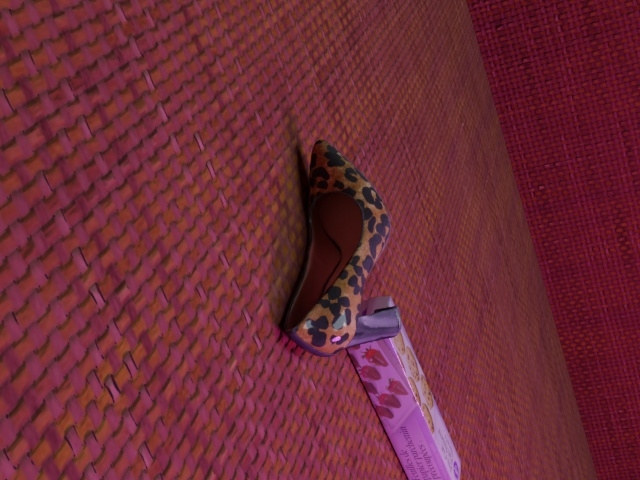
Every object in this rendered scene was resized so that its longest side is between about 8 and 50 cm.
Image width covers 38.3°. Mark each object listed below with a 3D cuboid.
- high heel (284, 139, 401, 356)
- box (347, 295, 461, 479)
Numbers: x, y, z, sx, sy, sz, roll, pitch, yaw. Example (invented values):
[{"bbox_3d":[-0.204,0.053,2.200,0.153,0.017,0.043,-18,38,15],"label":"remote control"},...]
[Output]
[{"bbox_3d":[0.000,0.000,1.051,0.186,0.093,0.261,-3,72,-53],"label":"high heel"},{"bbox_3d":[0.113,0.216,1.231,0.067,0.063,0.324,-70,143,-52],"label":"box"}]
